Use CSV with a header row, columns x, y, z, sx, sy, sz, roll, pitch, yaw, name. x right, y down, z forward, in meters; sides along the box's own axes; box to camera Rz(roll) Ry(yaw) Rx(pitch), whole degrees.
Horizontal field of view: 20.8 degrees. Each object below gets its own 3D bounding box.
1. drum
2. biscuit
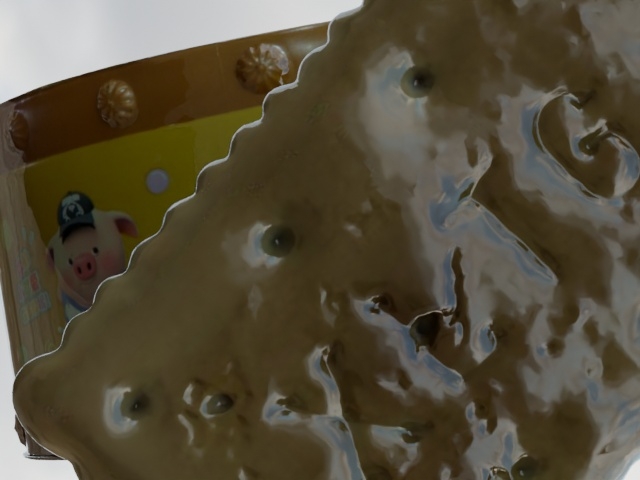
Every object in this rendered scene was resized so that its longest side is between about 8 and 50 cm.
x,y,z,sx,sy,sz,roll,pitch,yaw,name
0.000,0.000,1.093,0.431,0.431,0.214,167,-86,-66,drum
0.058,0.014,0.681,0.217,0.325,0.044,43,-4,-9,biscuit
